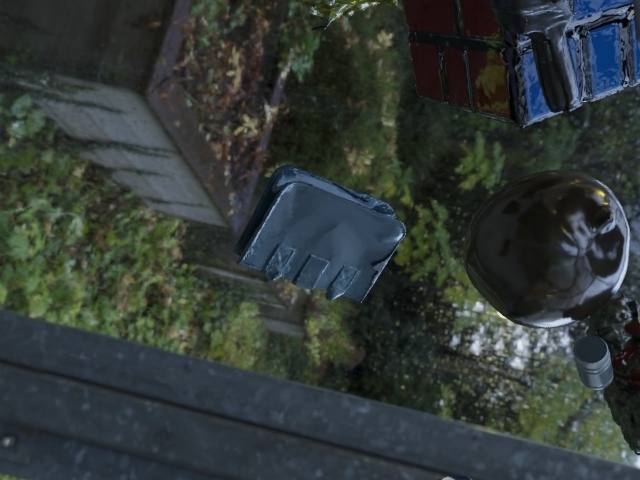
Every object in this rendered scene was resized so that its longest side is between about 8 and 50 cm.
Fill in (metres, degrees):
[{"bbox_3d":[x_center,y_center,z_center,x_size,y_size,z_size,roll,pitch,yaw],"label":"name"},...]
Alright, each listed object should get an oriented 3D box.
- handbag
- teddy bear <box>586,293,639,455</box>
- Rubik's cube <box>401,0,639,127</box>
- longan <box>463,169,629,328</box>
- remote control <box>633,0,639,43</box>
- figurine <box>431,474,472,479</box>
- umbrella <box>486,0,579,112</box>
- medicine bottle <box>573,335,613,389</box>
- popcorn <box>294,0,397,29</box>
[{"bbox_3d":[0.000,0.000,1.063,0.179,0.229,0.062,-59,-149,22],"label":"handbag"},{"bbox_3d":[0.726,0.270,1.354,0.357,0.367,0.225,-84,163,-53],"label":"teddy bear"},{"bbox_3d":[0.288,-0.345,0.962,0.293,0.288,0.284,41,-31,58],"label":"Rubik's cube"},{"bbox_3d":[0.413,0.015,1.290,0.297,0.297,0.297,12,90,-85],"label":"longan"},{"bbox_3d":[0.331,-0.308,0.644,0.034,0.103,0.250,-108,-174,-73],"label":"remote control"},{"bbox_3d":[0.195,0.566,1.430,0.275,0.158,0.161,-33,-159,34],"label":"figurine"},{"bbox_3d":[0.191,-0.267,0.652,0.340,0.118,0.118,60,31,-33],"label":"umbrella"},{"bbox_3d":[0.478,0.215,1.241,0.091,0.058,0.058,60,36,-43],"label":"medicine bottle"},{"bbox_3d":[0.043,-0.491,1.253,0.249,0.249,0.225,7,86,-85],"label":"popcorn"}]
